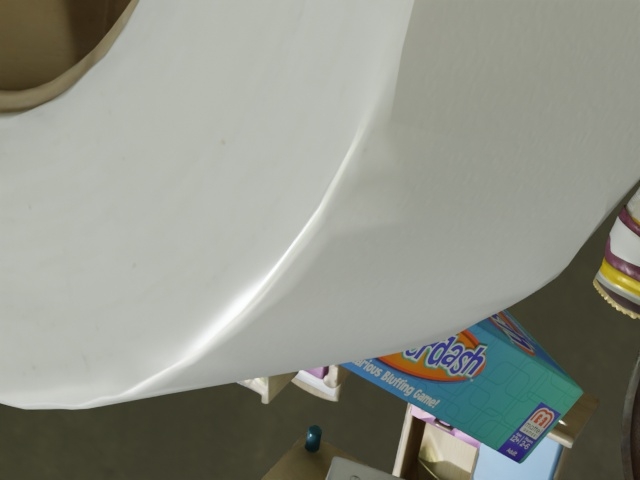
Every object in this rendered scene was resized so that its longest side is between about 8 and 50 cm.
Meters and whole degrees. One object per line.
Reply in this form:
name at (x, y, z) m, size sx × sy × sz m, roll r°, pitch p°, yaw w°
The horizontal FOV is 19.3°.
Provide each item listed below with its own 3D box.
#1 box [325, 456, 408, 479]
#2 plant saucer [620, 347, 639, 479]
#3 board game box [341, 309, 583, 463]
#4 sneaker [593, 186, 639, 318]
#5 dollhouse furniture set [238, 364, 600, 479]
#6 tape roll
box at (0.122, 0.229, 0.839) m, size 0.311 × 0.148 × 0.121 m, roll 18°, pitch 40°, yaw 1°
plant saucer at (0.282, 0.053, 0.858) m, size 0.311 × 0.310 × 0.050 m, roll -27°, pitch 35°, yaw 9°
board game box at (0.000, 0.000, 0.794) m, size 0.047 × 0.210 × 0.160 m, roll -50°, pitch 45°, yaw 8°
sneaker at (0.261, 0.021, 1.122) m, size 0.069 × 0.185 × 0.084 m, roll -104°, pitch 31°, yaw -66°
dollhouse furniture set at (0.012, 0.214, 1.323) m, size 0.286 × 0.198 × 0.303 m, roll 26°, pitch 43°, yaw 18°
tape roll at (-0.040, -0.106, 0.444) m, size 0.286 × 0.100 × 0.286 m, roll 8°, pitch 100°, yaw 47°
